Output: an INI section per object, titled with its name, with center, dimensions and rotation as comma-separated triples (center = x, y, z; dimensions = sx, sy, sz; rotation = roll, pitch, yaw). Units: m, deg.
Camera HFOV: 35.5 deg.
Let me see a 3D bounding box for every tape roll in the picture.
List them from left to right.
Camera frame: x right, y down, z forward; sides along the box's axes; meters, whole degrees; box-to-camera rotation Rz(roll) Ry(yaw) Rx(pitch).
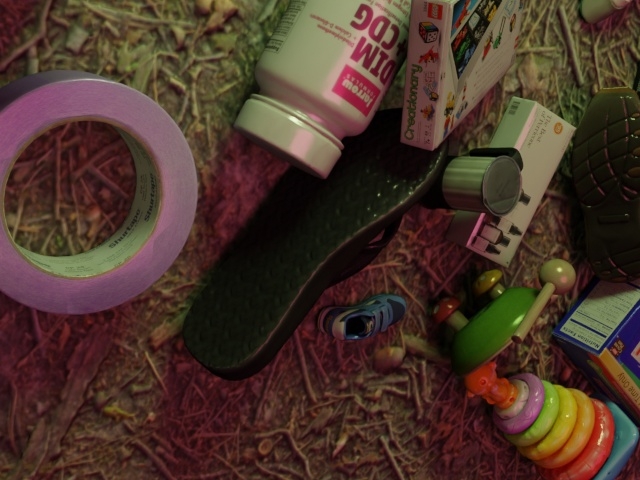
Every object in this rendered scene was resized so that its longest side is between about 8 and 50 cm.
[tape roll]
center = -0.286, -0.056, 1.162
dimensions = 0.275, 0.090, 0.274
rotation = -9, 109, -28

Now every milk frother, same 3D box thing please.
[milk frother]
center = 0.200, -0.116, 1.401
dimensions = 0.143, 0.135, 0.129
rotation = 48, 65, -34

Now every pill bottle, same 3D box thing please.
[pill bottle]
center = 0.018, -0.230, 1.244
dimensions = 0.160, 0.160, 0.283
rotation = 30, 89, -34

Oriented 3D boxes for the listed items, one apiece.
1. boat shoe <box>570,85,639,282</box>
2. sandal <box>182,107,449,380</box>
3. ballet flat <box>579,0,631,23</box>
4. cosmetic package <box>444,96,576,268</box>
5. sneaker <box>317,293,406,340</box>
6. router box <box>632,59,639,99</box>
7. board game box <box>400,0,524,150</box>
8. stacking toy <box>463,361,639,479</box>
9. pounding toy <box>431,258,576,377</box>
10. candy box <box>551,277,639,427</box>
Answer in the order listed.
[boat shoe]
center = 0.464, -0.092, 1.585
dimensions = 0.120, 0.123, 0.323
rotation = -62, 148, -56
[sandal]
center = -0.003, 0.000, 1.329
dimensions = 0.446, 0.167, 0.107
rotation = -46, 148, -4
[ballet flat]
center = 0.481, -0.411, 1.519
dimensions = 0.213, 0.068, 0.072
rotation = -46, 122, -10
[cosmetic package]
center = 0.288, -0.087, 1.509
dimensions = 0.099, 0.060, 0.239
rotation = 24, 92, -35
[sneaker]
center = 0.070, 0.115, 1.443
dimensions = 0.144, 0.059, 0.053
rotation = -13, 109, -28
[router box]
center = 0.564, -0.275, 1.571
dimensions = 0.046, 0.133, 0.178
rotation = 5, 103, -31
[board game box]
center = 0.192, -0.266, 1.287
dimensions = 0.305, 0.053, 0.192
rotation = -45, 146, -48
[stacking toy]
center = 0.342, 0.281, 1.616
dimensions = 0.302, 0.165, 0.175
rotation = 33, 99, -22
[pounding toy]
center = 0.253, 0.098, 1.491
dimensions = 0.110, 0.237, 0.183
rotation = 48, 59, 5
[candy box]
center = 0.587, 0.136, 1.718
dimensions = 0.317, 0.122, 0.268
rotation = -49, 123, -8
